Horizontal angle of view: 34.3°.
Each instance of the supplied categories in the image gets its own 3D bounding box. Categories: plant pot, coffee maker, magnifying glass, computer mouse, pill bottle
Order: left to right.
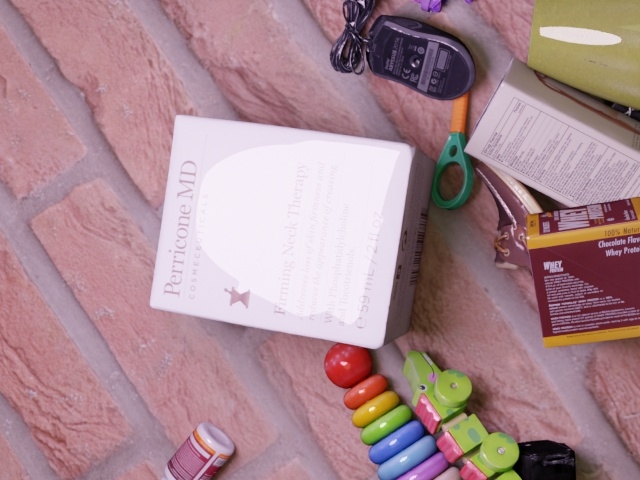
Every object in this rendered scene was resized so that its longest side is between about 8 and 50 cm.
[{"bbox_3d":[-0.239,0.426,1.965,0.086,0.086,0.152,41,98,8],"label":"pill bottle"},{"bbox_3d":[0.162,-0.349,1.869,0.272,0.072,0.188,27,126,13],"label":"computer mouse"},{"bbox_3d":[0.243,-0.169,1.871,0.092,0.026,0.230,-1,79,53],"label":"magnifying glass"},{"bbox_3d":[0.386,0.448,1.791,0.120,0.171,0.178,-6,90,9],"label":"coffee maker"},{"bbox_3d":[0.495,-0.341,1.701,0.294,0.275,0.274,7,92,10],"label":"plant pot"}]

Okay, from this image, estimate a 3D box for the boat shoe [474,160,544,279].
[{"bbox_3d":[0.358,0.010,1.822,0.123,0.123,0.342,-34,90,9],"label":"boat shoe"}]

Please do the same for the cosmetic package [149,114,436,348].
[{"bbox_3d":[-0.034,-0.017,1.775,0.394,0.327,0.329,9,92,13],"label":"cosmetic package"}]

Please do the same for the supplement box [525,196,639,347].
[{"bbox_3d":[0.443,0.051,1.685,0.191,0.129,0.194,-9,106,14],"label":"supplement box"}]

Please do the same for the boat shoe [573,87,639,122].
[{"bbox_3d":[0.516,-0.219,1.805,0.233,0.079,0.084,22,93,9],"label":"boat shoe"}]

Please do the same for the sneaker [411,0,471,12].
[{"bbox_3d":[0.180,-0.460,1.868,0.237,0.095,0.104,-4,97,11],"label":"sneaker"}]

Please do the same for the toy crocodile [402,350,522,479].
[{"bbox_3d":[0.245,0.339,1.815,0.105,0.115,0.340,-25,65,-23],"label":"toy crocodile"}]

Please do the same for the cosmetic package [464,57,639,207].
[{"bbox_3d":[0.415,-0.165,1.759,0.296,0.129,0.153,29,126,1],"label":"cosmetic package"}]

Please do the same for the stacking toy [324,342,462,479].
[{"bbox_3d":[0.112,0.329,1.873,0.141,0.141,0.330,-35,80,10],"label":"stacking toy"}]
